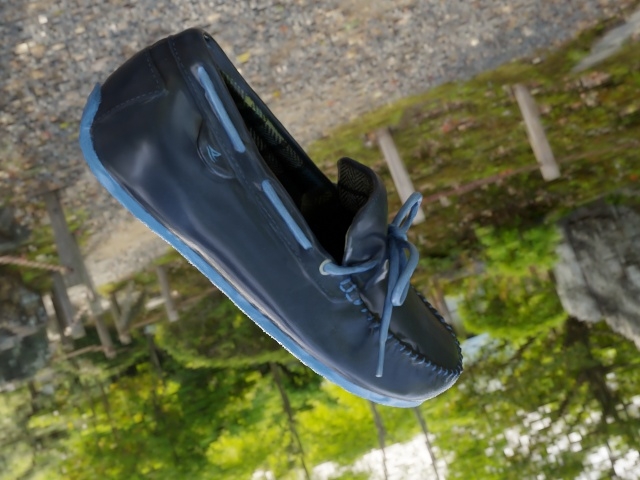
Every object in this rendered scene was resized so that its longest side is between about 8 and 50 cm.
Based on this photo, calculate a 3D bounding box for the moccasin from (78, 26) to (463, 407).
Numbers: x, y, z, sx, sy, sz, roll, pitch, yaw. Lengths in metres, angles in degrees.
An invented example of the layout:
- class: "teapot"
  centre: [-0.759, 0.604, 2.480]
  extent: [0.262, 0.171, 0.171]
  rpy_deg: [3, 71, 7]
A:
- class: "moccasin"
  centre: [0.000, 0.000, 0.651]
  extent: [0.117, 0.137, 0.342]
  rpy_deg: [-39, 126, 18]
